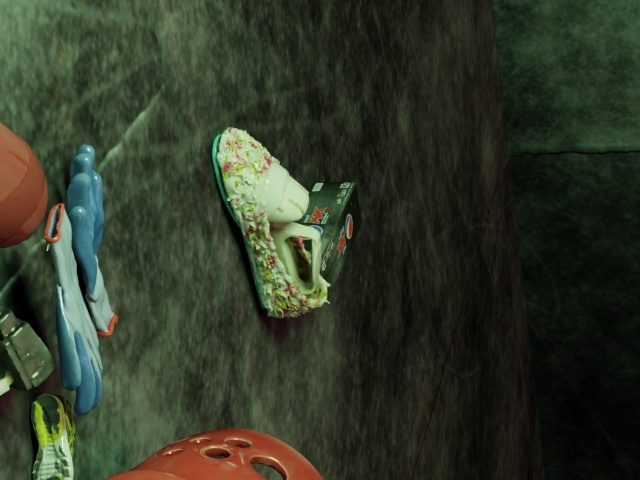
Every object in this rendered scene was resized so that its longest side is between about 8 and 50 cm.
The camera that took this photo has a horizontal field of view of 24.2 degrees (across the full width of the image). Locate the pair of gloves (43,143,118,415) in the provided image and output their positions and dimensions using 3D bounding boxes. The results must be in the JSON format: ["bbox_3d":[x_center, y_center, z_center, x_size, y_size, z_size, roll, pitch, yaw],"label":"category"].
[{"bbox_3d":[-0.173,0.029,1.099,0.198,0.023,0.159,-93,178,-61],"label":"pair of gloves"}]

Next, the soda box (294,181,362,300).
[{"bbox_3d":[0.000,0.000,1.675,0.169,0.053,0.060,-64,150,-53],"label":"soda box"}]

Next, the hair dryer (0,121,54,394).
[{"bbox_3d":[-0.231,0.018,0.897,0.223,0.080,0.293,-59,144,-58],"label":"hair dryer"}]

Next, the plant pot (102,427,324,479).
[{"bbox_3d":[-0.097,0.252,1.149,0.174,0.191,0.191,-12,101,-66],"label":"plant pot"}]

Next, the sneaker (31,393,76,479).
[{"bbox_3d":[-0.192,0.153,1.101,0.035,0.031,0.083,-12,102,-73],"label":"sneaker"}]

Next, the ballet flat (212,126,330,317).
[{"bbox_3d":[-0.041,-0.018,1.506,0.091,0.077,0.241,-72,155,-42],"label":"ballet flat"}]
